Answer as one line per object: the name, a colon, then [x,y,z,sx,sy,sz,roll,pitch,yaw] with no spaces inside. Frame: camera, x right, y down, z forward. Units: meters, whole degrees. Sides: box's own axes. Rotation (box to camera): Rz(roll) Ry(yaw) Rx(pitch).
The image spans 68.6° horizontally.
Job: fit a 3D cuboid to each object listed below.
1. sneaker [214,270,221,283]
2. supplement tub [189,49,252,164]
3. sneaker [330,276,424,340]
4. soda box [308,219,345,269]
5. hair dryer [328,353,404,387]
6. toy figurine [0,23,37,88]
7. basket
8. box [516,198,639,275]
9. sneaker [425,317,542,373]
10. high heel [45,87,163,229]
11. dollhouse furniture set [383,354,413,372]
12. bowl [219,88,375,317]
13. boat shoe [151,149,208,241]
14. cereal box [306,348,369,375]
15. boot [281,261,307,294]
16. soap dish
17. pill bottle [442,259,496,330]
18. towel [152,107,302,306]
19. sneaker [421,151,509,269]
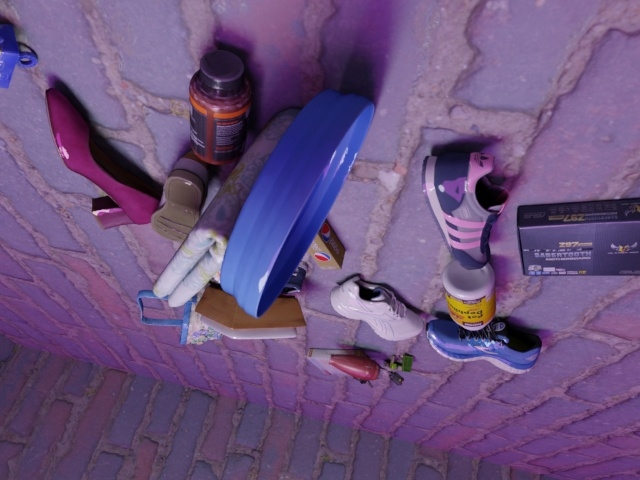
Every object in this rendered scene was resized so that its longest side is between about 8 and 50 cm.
sneaker: [-0.276,0.066,1.349,0.094,0.081,0.208,-26,135,32]
supplement tub: [-0.175,-0.229,0.820,0.106,0.106,0.198,18,149,-5]
sneaker: [0.177,0.198,1.340,0.297,0.111,0.129,24,141,-15]
soda box: [0.000,0.000,1.143,0.058,0.061,0.181,-3,144,26]
hair dryer: [0.146,0.502,1.761,0.293,0.080,0.224,37,139,-27]
toy figurine: [-0.603,-0.370,0.803,0.217,0.191,0.362,2,155,-43]
basket: [-0.457,0.237,1.572,0.289,0.201,0.254,10,150,-10]
box: [0.519,0.001,0.929,0.233,0.059,0.183,-3,143,25]
sneaker: [0.466,0.271,1.339,0.330,0.129,0.147,11,134,1]
high heel: [-0.465,-0.183,1.060,0.181,0.127,0.377,-16,143,-12]
dollhouse furniture set: [0.296,0.458,1.769,0.076,0.058,0.152,13,168,-10]
bowl: [-0.037,-0.062,0.766,0.077,0.391,0.391,28,148,4]
boat shoe: [-0.313,-0.095,1.087,0.113,0.103,0.302,26,146,-16]
cereal box: [0.087,0.492,1.885,0.240,0.047,0.173,-5,142,30]
boot: [-0.128,0.109,1.343,0.190,0.086,0.069,-10,141,34]
soap dish: [-0.208,0.203,1.369,0.229,0.118,0.291,6,179,-34]
pill bottle: [0.368,0.138,1.149,0.117,0.117,0.215,0,145,22]
towel: [-0.173,-0.050,0.896,0.090,0.320,0.374,34,144,-14]
sneaker: [0.303,-0.043,0.902,0.131,0.112,0.319,-4,144,33]
